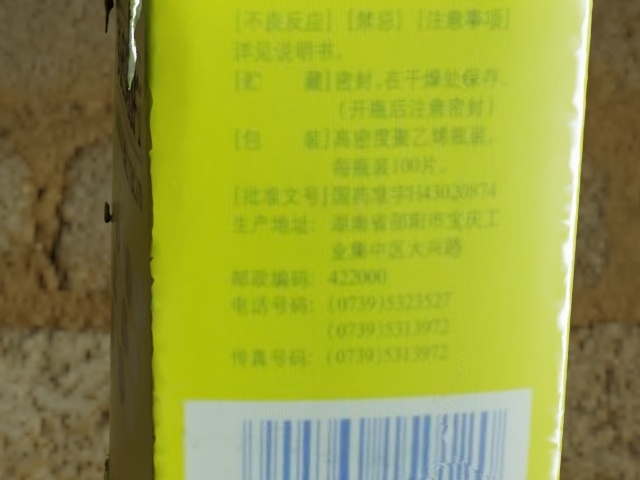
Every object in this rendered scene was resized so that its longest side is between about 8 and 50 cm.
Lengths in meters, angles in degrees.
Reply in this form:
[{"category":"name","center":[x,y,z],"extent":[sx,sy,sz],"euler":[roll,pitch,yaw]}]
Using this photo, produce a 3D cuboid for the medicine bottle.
[{"category":"medicine bottle","center":[0.000,0.000,0.534],"extent":[0.141,0.250,0.137],"euler":[0,-162,-8]}]
